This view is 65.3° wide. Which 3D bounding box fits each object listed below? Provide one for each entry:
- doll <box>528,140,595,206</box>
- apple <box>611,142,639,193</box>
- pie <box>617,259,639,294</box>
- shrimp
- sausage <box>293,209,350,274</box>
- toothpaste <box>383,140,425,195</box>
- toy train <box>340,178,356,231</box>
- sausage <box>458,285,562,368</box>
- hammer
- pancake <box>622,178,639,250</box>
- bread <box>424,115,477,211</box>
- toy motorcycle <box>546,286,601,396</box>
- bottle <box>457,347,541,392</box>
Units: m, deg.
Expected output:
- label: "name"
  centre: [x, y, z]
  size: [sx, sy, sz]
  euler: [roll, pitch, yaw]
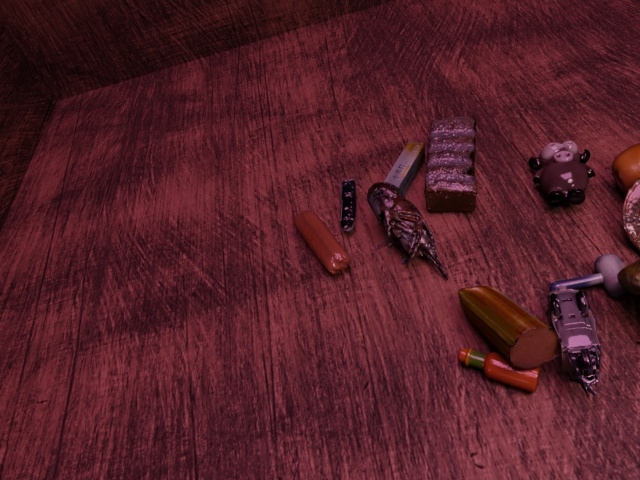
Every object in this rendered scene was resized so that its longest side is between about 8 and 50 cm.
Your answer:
- label: "doll"
  centre: [0.743, -0.210, 1.541]
  size: [0.182, 0.117, 0.257]
  euler: [-3, 50, 23]
- label: "apple"
  centre: [0.943, -0.200, 1.431]
  size: [0.199, 0.199, 0.199]
  euler: [-9, 47, 9]
- label: "pie"
  centre: [0.828, 0.028, 1.117]
  size: [0.323, 0.323, 0.070]
  euler: [-29, 82, -10]
- label: "shrimp"
  centre: [0.251, -0.018, 1.515]
  size: [0.137, 0.172, 0.372]
  euler: [-13, 64, -21]
- label: "sausage"
  centre: [0.000, -0.001, 1.601]
  size: [0.086, 0.086, 0.289]
  euler: [-28, 45, -9]
- label: "toothpaste"
  centre: [0.273, -0.213, 1.712]
  size: [0.071, 0.089, 0.312]
  euler: [17, 55, 25]
- label: "toy train"
  centre: [0.095, -0.111, 1.698]
  size: [0.052, 0.051, 0.233]
  euler: [-7, 50, 12]
- label: "sausage"
  centre: [0.433, 0.191, 1.239]
  size: [0.125, 0.117, 0.317]
  euler: [-5, 21, -15]
- label: "hammer"
  centre: [0.700, 0.103, 1.304]
  size: [0.194, 0.069, 0.116]
  euler: [-14, 47, 11]
- label: "pancake"
  centre: [0.947, -0.076, 1.314]
  size: [0.283, 0.049, 0.282]
  euler: [-1, 86, 15]
- label: "bread"
  centre: [0.447, -0.272, 1.695]
  size: [0.165, 0.113, 0.416]
  euler: [1, 48, 15]
- label: "toy motorcycle"
  centre: [0.591, 0.226, 1.161]
  size: [0.091, 0.157, 0.263]
  euler: [-7, 45, 15]
- label: "bottle"
  centre: [0.426, 0.302, 1.199]
  size: [0.187, 0.069, 0.069]
  euler: [14, 54, 26]
